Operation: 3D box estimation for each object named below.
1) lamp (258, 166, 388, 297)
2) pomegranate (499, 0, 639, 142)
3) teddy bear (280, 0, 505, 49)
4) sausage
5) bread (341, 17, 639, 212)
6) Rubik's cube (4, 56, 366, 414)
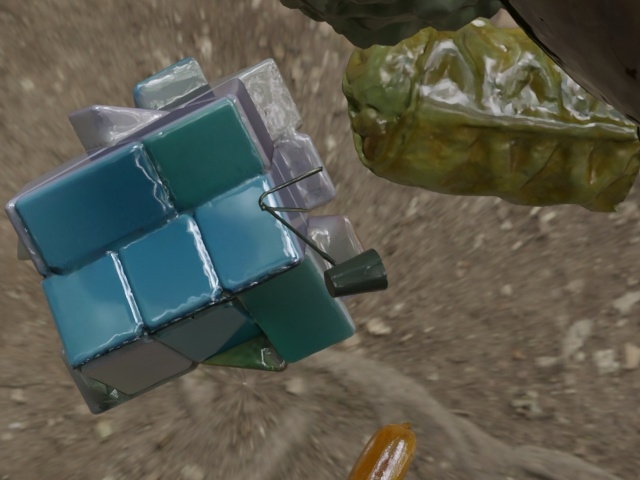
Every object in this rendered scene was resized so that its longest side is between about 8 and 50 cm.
[{"bbox_3d":[0.000,0.001,1.133,0.054,0.041,0.121,-18,46,-16],"label":"lamp"},{"bbox_3d":[0.130,-0.132,0.354,0.202,0.202,0.248,17,105,-1],"label":"pomegranate"},{"bbox_3d":[0.070,-0.275,0.699,0.357,0.224,0.368,-9,99,-41],"label":"teddy bear"},{"bbox_3d":[0.055,0.275,1.697,0.054,0.062,0.183,37,63,-9],"label":"sausage"},{"bbox_3d":[0.146,-0.109,1.275,0.267,0.130,0.152,5,88,-20],"label":"bread"},{"bbox_3d":[-0.161,0.001,1.706,0.387,0.368,0.358,-23,101,6],"label":"Rubik's cube"}]
